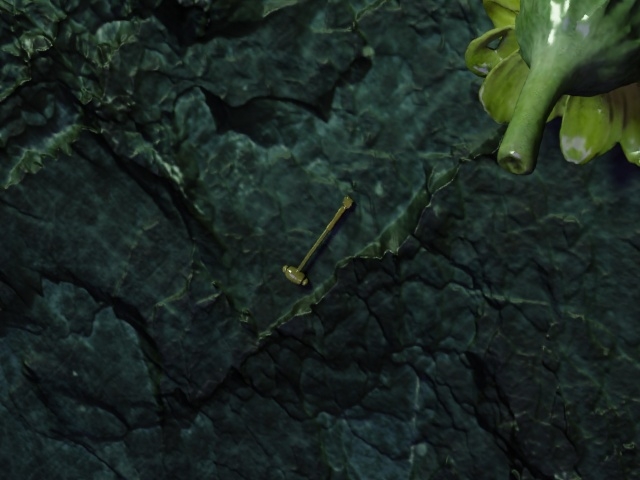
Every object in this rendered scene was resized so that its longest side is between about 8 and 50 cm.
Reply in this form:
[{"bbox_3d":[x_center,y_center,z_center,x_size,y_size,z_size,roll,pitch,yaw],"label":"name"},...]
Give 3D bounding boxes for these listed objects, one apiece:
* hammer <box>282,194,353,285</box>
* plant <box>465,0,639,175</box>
[{"bbox_3d":[0.000,0.000,1.757,0.029,0.014,0.123,35,129,-1],"label":"hammer"},{"bbox_3d":[0.189,-0.171,1.425,0.261,0.297,0.306,37,156,50],"label":"plant"}]
